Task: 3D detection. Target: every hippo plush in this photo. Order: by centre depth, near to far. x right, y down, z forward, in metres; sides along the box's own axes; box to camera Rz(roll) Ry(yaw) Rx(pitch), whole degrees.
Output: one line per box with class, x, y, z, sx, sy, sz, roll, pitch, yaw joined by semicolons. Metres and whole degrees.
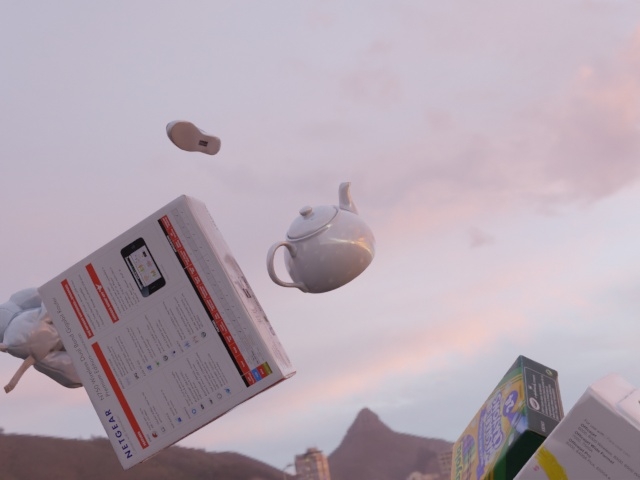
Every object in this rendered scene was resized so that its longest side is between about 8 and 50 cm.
hippo plush;-0.632;0.219;1.404;0.237;0.294;0.234;-2;-58;39

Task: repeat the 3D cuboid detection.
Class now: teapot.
teapot;0.000;0.000;1.556;0.253;0.256;0.187;-27;-67;10

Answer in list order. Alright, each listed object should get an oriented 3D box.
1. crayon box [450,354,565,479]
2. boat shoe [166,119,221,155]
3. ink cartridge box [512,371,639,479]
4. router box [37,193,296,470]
crayon box;0.324;0.396;1.158;0.083;0.203;0.322;24;-61;2
boat shoe;-0.225;-0.178;1.086;0.040;0.049;0.142;26;5;23
ink cartridge box;0.343;0.305;0.761;0.171;0.168;0.232;5;-60;-56
router box;-0.252;0.144;1.021;0.301;0.335;0.082;-31;-10;8
